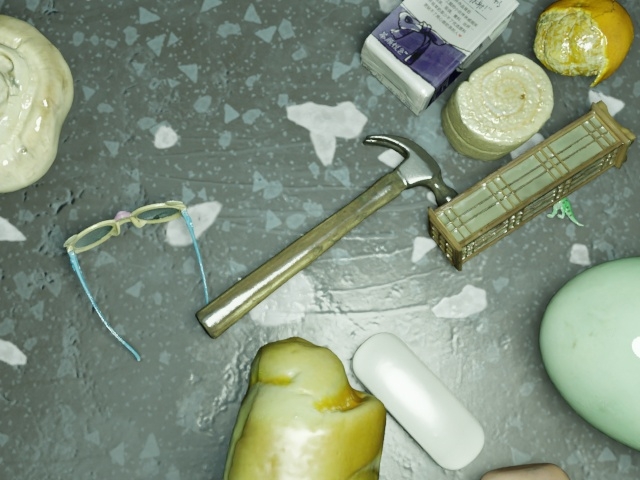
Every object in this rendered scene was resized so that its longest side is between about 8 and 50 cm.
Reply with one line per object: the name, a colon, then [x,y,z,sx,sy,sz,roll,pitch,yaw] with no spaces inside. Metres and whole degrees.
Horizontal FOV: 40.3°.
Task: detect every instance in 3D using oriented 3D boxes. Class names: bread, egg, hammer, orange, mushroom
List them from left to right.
mushroom: [-0.487,-0.203,1.262,0.253,0.234,0.260,-27,82,-3]
bread: [-0.022,0.303,1.160,0.210,0.300,0.342,10,76,-2]
hammer: [0.000,0.000,1.324,0.440,0.044,0.168,-38,83,-12]
bread: [0.268,-0.198,1.331,0.148,0.141,0.134,-26,85,-4]
orange: [0.407,-0.309,1.352,0.156,0.156,0.134,-30,119,-6]
egg: [0.495,0.164,1.205,0.388,0.276,0.276,16,80,-2]

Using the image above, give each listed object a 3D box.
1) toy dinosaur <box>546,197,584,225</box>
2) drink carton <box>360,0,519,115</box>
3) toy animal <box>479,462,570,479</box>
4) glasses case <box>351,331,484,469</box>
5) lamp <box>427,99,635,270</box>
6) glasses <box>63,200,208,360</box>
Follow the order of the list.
toy dinosaur: [0.383,-0.060,1.370,0.083,0.021,0.062,25,72,10]
drink carton: [0.186,-0.327,1.371,0.134,0.102,0.222,43,82,8]
toy animal: [0.290,0.382,1.174,0.166,0.250,0.154,1,96,-2]
glasses case: [0.144,0.237,1.291,0.233,0.059,0.092,44,80,6]
lamp: [0.317,-0.083,1.328,0.325,0.089,0.090,-31,66,-6]
glasses: [-0.264,0.058,1.324,0.189,0.088,0.221,-21,102,-7]
